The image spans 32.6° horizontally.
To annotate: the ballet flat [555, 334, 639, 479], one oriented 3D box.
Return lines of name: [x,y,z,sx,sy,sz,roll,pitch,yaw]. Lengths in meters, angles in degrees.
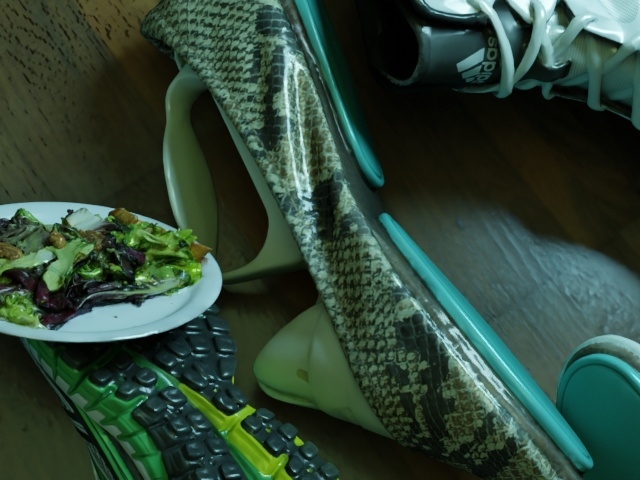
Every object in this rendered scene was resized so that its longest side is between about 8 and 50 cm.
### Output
ballet flat: [0.280,0.248,0.740,0.139,0.139,0.400,-19,78,-11]

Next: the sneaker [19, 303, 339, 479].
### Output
sneaker: [-0.115,0.139,0.728,0.134,0.146,0.343,-9,50,-44]

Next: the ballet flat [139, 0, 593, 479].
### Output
ballet flat: [0.000,0.000,0.790,0.182,0.164,0.483,-31,70,9]

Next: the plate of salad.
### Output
plate of salad: [-0.162,0.007,0.713,0.200,0.200,0.048,10,114,-1]

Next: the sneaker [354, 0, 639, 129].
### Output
sneaker: [0.189,-0.118,0.797,0.257,0.169,0.447,-34,68,-29]
